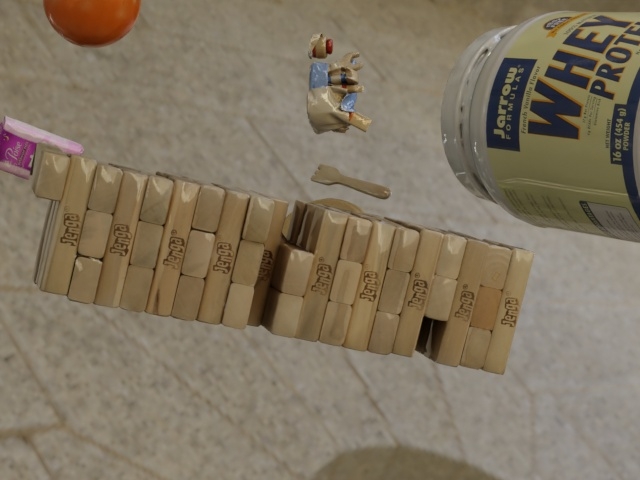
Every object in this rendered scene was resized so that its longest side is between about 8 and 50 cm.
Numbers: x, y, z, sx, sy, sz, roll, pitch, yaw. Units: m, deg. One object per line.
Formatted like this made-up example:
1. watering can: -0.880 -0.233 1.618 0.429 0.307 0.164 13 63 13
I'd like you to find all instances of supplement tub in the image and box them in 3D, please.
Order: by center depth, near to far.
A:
1. supplement tub: 0.303 -0.118 1.474 0.235 0.325 0.235 -7 -78 -36

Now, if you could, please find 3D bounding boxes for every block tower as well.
1. block tower: -0.033 0.015 0.971 0.335 0.091 0.097 13 -87 -16

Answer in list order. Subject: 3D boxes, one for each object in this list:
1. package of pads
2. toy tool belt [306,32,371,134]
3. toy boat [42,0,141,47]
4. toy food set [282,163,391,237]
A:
1. package of pads: -0.276 -0.083 1.392 0.083 0.032 0.050 21 -80 -16
2. toy tool belt: 0.017 -0.128 1.171 0.051 0.083 0.052 0 -13 8
3. toy boat: -0.131 -0.192 0.873 0.151 0.231 0.151 11 -88 -10
4. toy food set: 0.000 0.000 1.757 0.192 0.132 0.038 -54 -34 -25
